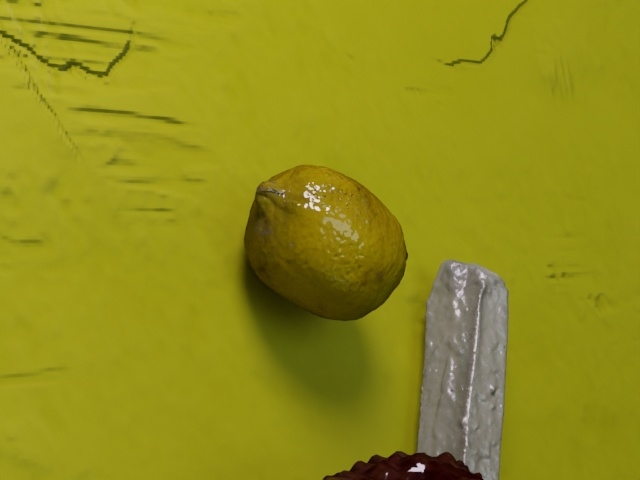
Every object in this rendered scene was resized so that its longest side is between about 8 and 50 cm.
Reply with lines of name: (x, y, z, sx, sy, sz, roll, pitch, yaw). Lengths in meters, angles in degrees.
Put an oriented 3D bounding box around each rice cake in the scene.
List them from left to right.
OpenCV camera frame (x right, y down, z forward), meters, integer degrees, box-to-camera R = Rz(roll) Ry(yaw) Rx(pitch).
rice cake: (0.085, 0.136, 1.166, 0.057, 0.052, 0.256, 62, 31, -61)

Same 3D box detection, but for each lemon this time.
lemon: (0.000, 0.000, 1.091, 0.111, 0.082, 0.082, 31, 55, -34)

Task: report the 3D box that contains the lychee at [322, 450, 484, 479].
lychee: (0.067, 0.249, 0.974, 0.271, 0.271, 0.271, 19, 64, -44)
